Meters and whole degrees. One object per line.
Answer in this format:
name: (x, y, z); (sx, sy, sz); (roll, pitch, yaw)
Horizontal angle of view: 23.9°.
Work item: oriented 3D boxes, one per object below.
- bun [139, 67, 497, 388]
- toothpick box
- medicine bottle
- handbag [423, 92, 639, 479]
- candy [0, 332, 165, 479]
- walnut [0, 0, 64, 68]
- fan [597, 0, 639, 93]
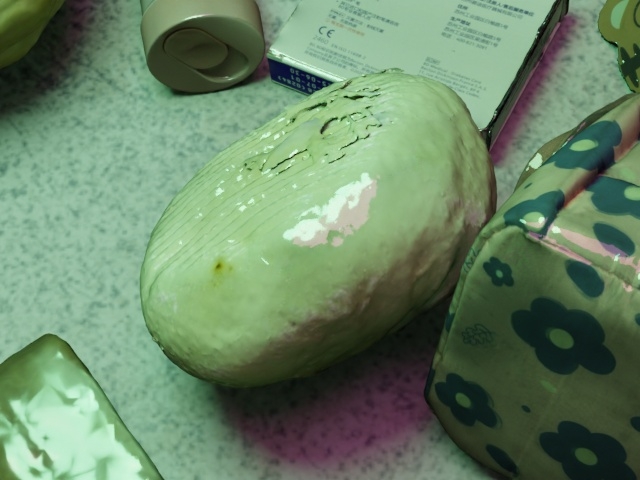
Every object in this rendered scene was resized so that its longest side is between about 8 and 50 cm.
bun: (0.003, 0.000, 1.050); (0.273, 0.273, 0.168); (-40, 109, -19)
toothpick box: (-0.105, -0.210, 1.247); (0.098, 0.098, 0.148); (-10, 59, -3)
medicine bottle: (0.082, -0.171, 1.242); (0.201, 0.052, 0.171); (21, 63, 16)
handbag: (0.197, 0.042, 1.000); (0.190, 0.251, 0.193); (33, 53, 16)
candy: (-0.155, 0.174, 1.020); (0.104, 0.102, 0.234); (-34, 61, -16)
walnut: (-0.323, -0.244, 1.180); (0.296, 0.285, 0.285); (-3, 55, 34)
fan: (0.320, -0.189, 1.182); (0.227, 0.008, 0.152); (-36, 51, 31)
